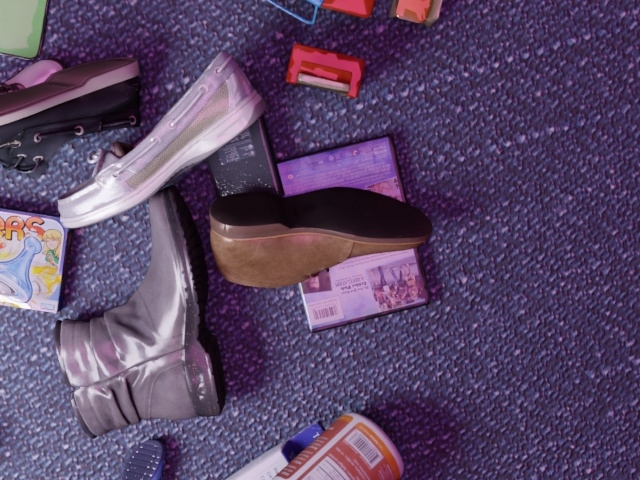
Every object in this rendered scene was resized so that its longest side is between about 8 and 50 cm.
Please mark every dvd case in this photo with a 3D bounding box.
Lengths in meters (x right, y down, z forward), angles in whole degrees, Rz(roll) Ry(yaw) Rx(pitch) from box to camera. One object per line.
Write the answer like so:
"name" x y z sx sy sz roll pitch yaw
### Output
"dvd case" 0.043 -0.009 1.345 0.180 0.022 0.253 -14 95 -2

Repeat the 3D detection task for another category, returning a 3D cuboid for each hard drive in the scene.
"hard drive" -0.112 -0.116 1.317 0.094 0.022 0.135 -14 94 14

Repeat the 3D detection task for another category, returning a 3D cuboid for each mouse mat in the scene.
"mouse mat" -0.471 -0.340 1.302 0.189 0.007 0.153 11 94 -5

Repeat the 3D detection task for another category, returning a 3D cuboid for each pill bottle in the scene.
"pill bottle" 0.002 0.345 1.286 0.216 0.121 0.121 -38 96 -25

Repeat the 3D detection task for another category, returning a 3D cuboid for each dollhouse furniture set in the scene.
"dollhouse furniture set" 0.033 -0.327 1.260 0.262 0.135 0.259 12 94 -3

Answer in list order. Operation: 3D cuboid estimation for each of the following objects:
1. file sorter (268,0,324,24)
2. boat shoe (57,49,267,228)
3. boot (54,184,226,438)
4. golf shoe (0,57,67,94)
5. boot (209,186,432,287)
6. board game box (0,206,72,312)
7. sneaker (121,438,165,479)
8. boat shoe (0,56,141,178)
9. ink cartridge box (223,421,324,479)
"file sorter" -0.012 -0.373 1.164 0.118 0.104 0.170 30 82 0
"boat shoe" -0.226 -0.128 1.259 0.320 0.118 0.103 -31 106 11
"boot" -0.266 0.102 1.300 0.222 0.118 0.338 -8 91 3
"golf shoe" -0.426 -0.178 1.275 0.198 0.094 0.077 -38 94 0
"boot" 0.000 0.000 1.300 0.305 0.112 0.115 0 125 -7
"board game box" -0.457 0.019 1.318 0.201 0.035 0.136 8 95 -3
"sneaker" -0.253 0.357 1.351 0.053 0.059 0.144 11 79 29
"boat shoe" -0.370 -0.139 1.214 0.127 0.340 0.113 12 122 38
"ink cartridge box" -0.039 0.414 1.365 0.224 0.045 0.223 -34 95 0
